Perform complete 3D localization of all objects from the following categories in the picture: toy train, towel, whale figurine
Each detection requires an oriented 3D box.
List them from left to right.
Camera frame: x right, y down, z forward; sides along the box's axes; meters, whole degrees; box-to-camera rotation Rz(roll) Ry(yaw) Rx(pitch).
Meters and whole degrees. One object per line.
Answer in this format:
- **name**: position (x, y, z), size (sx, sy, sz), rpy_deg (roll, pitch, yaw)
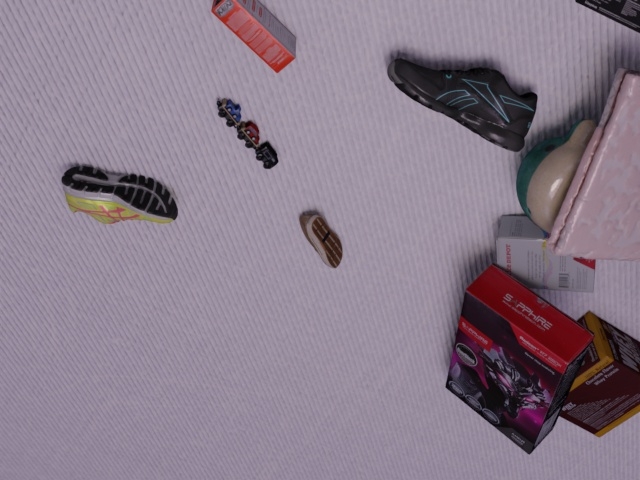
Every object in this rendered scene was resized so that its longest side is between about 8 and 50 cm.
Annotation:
- **toy train**: position (-0.123, -0.184, 1.396), size (0.036, 0.027, 0.158), rpy_deg (-30, 124, 18)
- **whale figurine**: position (0.460, -0.129, 1.403), size (0.272, 0.141, 0.216), rpy_deg (-33, 127, -5)
- **towel**: position (0.551, -0.109, 1.340), size (0.332, 0.053, 0.316), rpy_deg (4, 114, -29)

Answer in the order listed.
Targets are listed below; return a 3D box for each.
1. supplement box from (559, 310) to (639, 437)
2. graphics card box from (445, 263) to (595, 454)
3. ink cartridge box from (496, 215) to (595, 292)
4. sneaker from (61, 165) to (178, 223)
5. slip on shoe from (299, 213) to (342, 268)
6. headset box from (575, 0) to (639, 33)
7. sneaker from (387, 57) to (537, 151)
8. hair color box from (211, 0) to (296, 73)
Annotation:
- **supplement box**: position (0.584, 0.288, 1.730), size (0.194, 0.129, 0.191), rpy_deg (29, 124, -23)
- **graphics card box**: position (0.376, 0.241, 1.593), size (0.094, 0.233, 0.371), rpy_deg (-39, 150, -26)
- **ink cartridge box**: position (0.423, 0.024, 1.518), size (0.175, 0.072, 0.127), rpy_deg (4, 132, 19)
- **sneaker**: position (-0.361, -0.067, 1.466), size (0.209, 0.081, 0.094), rpy_deg (17, 135, -6)
- **slip on shoe**: position (0.000, 0.000, 1.544), size (0.041, 0.051, 0.135), rpy_deg (16, 153, 40)
- **headset box**: position (0.513, -0.418, 1.086), size (0.218, 0.110, 0.293), rpy_deg (35, 132, 22)
- **sneaker**: position (0.234, -0.243, 1.325), size (0.267, 0.101, 0.106), rpy_deg (23, 104, -18)
- **hair color box**: position (-0.100, -0.330, 1.246), size (0.043, 0.072, 0.141), rpy_deg (-35, 121, 25)
